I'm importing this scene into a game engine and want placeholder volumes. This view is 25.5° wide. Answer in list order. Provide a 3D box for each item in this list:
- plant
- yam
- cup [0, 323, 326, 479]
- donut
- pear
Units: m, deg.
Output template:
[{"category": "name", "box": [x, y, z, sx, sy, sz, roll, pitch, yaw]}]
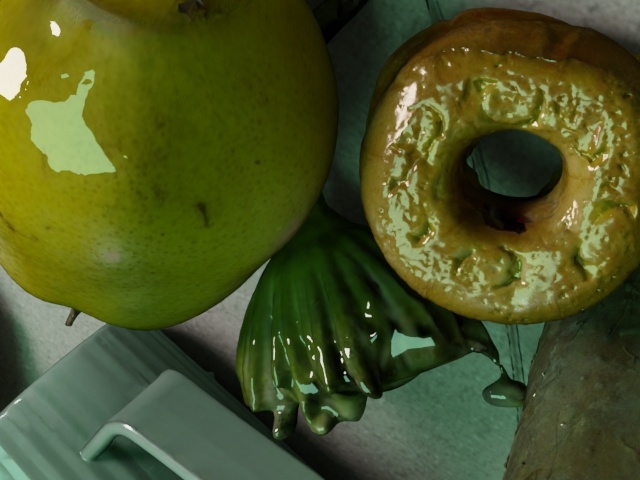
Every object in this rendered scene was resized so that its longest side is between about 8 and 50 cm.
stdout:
[{"category": "plant", "box": [0.020, -0.008, 1.160, 0.251, 0.180, 0.333, -16, 80, 38]}, {"category": "yam", "box": [0.218, 0.155, 1.020, 0.161, 0.268, 0.161, 12, 136, 12]}, {"category": "cup", "box": [-0.105, 0.265, 1.286, 0.392, 0.310, 0.401, 46, 118, 3]}, {"category": "donut", "box": [0.134, -0.051, 0.976, 0.226, 0.114, 0.226, 2, 105, 8]}, {"category": "pear", "box": [-0.128, -0.072, 1.019, 0.285, 0.285, 0.336, 7, 116, 30]}]
